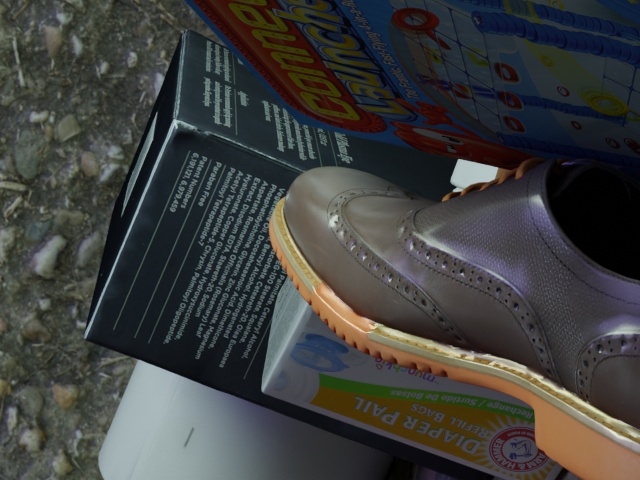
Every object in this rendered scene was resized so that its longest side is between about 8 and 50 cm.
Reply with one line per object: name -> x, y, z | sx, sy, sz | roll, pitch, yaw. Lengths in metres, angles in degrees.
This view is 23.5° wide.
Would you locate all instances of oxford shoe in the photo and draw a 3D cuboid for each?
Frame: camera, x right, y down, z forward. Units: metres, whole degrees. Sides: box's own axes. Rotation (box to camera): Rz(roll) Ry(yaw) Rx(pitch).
oxford shoe -> 0.106, 0.010, 0.791 | 0.363, 0.130, 0.133 | 27, 118, 44

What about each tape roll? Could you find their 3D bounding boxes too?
tape roll -> -0.054, 0.162, 1.362 | 0.246, 0.246, 0.169 | -108, 41, -74

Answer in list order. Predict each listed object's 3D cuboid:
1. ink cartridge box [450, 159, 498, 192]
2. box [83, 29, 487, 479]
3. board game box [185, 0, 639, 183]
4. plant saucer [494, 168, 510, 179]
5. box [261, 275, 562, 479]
ink cartridge box -> 0.204, -0.134, 0.970 | 0.201, 0.117, 0.278 | -148, 79, -78
box -> 0.000, 0.000, 1.218 | 0.343, 0.312, 0.179 | -100, 32, -72
board game box -> 0.088, -0.113, 0.692 | 0.308, 0.302, 0.086 | 42, -116, -65
plant saucer -> 0.118, -0.041, 0.879 | 0.083, 0.013, 0.083 | -161, 90, -77
box -> 0.079, 0.062, 0.988 | 0.103, 0.203, 0.114 | -82, 15, -54
